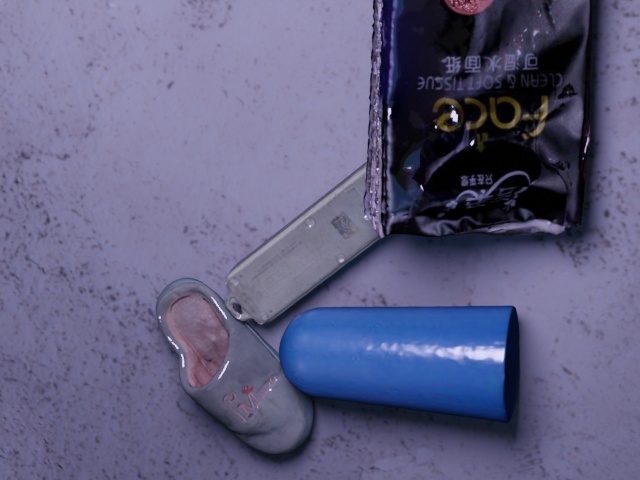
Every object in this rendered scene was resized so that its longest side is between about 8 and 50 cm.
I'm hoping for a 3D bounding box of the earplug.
[{"bbox_3d":[0.086,0.133,1.912,0.272,0.132,0.132,3,107,14],"label":"earplug"}]

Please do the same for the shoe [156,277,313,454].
[{"bbox_3d":[-0.109,0.157,1.967,0.103,0.100,0.251,-38,93,20],"label":"shoe"}]

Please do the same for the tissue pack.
[{"bbox_3d":[0.172,-0.164,1.780,0.245,0.123,0.332,-1,106,-10],"label":"tissue pack"}]

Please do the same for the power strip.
[{"bbox_3d":[0.000,0.001,1.923,0.272,0.052,0.078,-38,97,20],"label":"power strip"}]
